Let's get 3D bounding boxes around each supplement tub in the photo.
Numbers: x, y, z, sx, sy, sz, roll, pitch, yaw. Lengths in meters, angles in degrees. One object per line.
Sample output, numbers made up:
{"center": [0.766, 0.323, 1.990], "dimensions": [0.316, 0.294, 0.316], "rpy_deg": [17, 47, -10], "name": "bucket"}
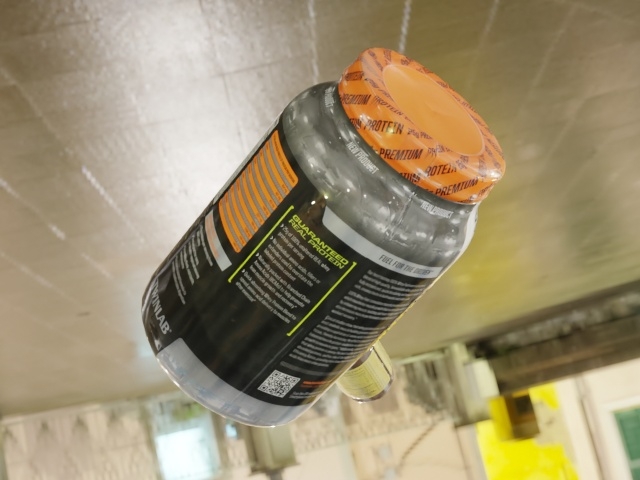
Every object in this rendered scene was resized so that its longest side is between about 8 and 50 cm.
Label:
{"center": [0.000, 0.000, 1.010], "dimensions": [0.207, 0.207, 0.338], "rpy_deg": [2, 138, -50], "name": "supplement tub"}

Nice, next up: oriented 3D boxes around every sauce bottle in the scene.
{"center": [0.044, 0.179, 1.885], "dimensions": [0.111, 0.111, 0.344], "rpy_deg": [-15, 149, 8], "name": "sauce bottle"}
